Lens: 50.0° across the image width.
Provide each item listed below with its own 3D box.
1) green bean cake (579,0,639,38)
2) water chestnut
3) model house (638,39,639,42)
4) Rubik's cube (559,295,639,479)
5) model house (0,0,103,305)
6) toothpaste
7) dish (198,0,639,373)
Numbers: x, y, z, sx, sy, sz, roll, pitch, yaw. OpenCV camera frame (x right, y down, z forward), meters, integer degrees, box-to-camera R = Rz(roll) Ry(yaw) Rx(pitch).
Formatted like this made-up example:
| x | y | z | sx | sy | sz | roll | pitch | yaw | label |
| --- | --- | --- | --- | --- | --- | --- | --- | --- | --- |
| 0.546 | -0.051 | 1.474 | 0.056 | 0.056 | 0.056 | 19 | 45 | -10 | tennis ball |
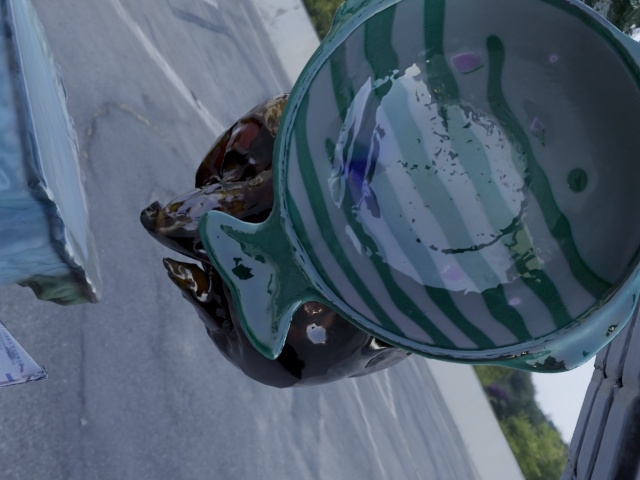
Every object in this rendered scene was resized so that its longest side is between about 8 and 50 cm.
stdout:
| x | y | z | sx | sy | sz | roll | pitch | yaw | label |
| --- | --- | --- | --- | --- | --- | --- | --- | --- | --- |
| 0.301 | -0.357 | 0.920 | 0.308 | 0.300 | 0.169 | -32 | 131 | -45 | green bean cake |
| 0.000 | 0.000 | 0.592 | 0.244 | 0.289 | 0.289 | -48 | 119 | -42 | water chestnut |
| 0.277 | -0.071 | 0.434 | 0.195 | 0.189 | 0.214 | 55 | 47 | -41 | model house |
| 0.371 | 0.207 | 0.554 | 0.305 | 0.303 | 0.301 | 21 | 85 | -71 | Rubik's cube |
| -0.439 | -0.080 | 0.714 | 0.297 | 0.339 | 0.360 | 117 | -42 | -69 | model house |
| -0.241 | 0.045 | 0.459 | 0.170 | 0.028 | 0.045 | 37 | 21 | 32 | toothpaste |
| 0.063 | -0.029 | 0.376 | 0.224 | 0.246 | 0.078 | 64 | 2 | 2 | dish |
